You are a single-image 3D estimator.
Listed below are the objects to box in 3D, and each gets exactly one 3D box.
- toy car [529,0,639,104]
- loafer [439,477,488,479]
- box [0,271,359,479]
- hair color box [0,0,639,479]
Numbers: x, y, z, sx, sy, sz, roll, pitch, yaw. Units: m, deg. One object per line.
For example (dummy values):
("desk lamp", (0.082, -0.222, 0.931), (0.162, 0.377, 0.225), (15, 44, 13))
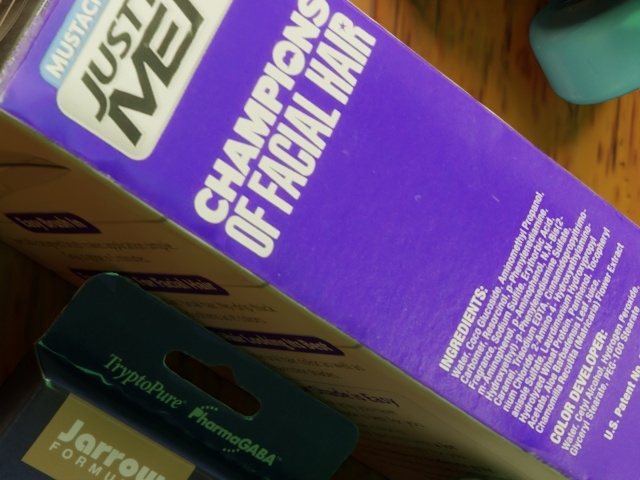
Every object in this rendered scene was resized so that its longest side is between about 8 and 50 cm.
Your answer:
("toy car", (0.163, -0.181, 0.717), (0.210, 0.238, 0.219), (-35, 111, -9))
("loafer", (0.066, 0.218, 0.737), (0.111, 0.112, 0.319), (-25, 130, 1))
("box", (-0.096, 0.133, 0.655), (0.136, 0.036, 0.225), (34, 98, -27))
("hair color box", (0.000, 0.000, 0.673), (0.339, 0.185, 0.110), (33, 75, -28))
